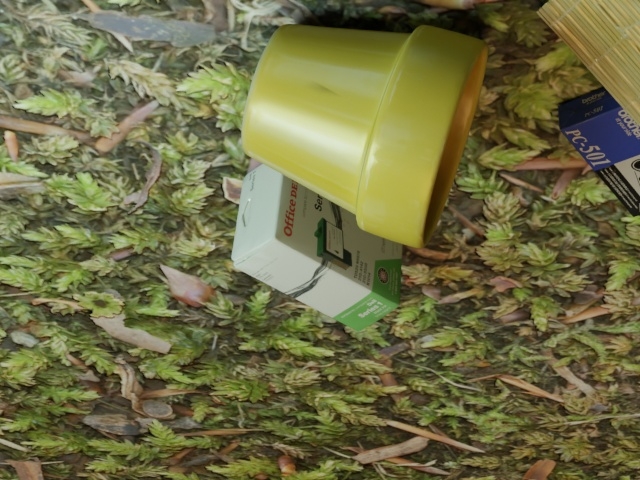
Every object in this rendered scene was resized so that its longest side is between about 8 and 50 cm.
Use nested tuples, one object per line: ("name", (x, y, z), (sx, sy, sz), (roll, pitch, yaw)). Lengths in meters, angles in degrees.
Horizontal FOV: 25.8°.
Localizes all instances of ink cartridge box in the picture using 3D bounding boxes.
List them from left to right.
("ink cartridge box", (0.000, 0.000, 1.884), (0.219, 0.160, 0.092), (29, 137, -29))
("ink cartridge box", (0.393, -0.114, 1.770), (0.097, 0.046, 0.207), (-21, 136, 30))

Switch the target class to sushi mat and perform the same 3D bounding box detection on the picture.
("sushi mat", (0.393, -0.185, 1.574), (0.316, 0.019, 0.151), (47, 142, -9))

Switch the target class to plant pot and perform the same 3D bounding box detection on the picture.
("plant pot", (0.047, -0.144, 1.631), (0.239, 0.254, 0.254), (19, 145, 10))
